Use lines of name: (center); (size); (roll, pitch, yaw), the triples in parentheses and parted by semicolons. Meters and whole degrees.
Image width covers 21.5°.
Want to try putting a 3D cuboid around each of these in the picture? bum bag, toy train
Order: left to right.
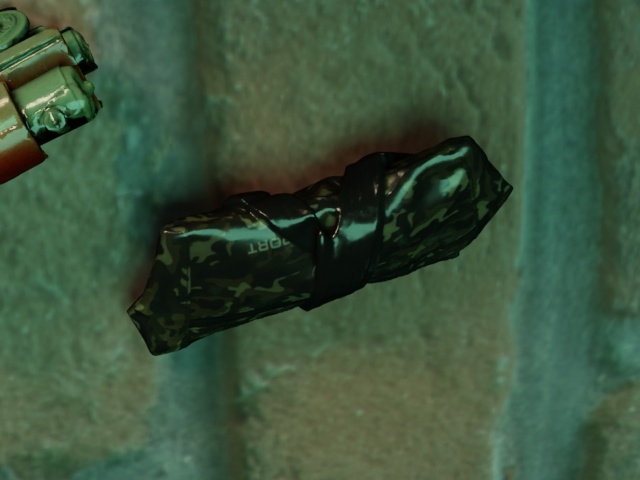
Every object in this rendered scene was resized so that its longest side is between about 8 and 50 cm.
toy train: (-0.195, -0.052, 0.892); (0.176, 0.118, 0.074); (-27, 126, -3)
bum bag: (0.000, 0.000, 1.022); (0.248, 0.069, 0.102); (-21, 159, -10)
